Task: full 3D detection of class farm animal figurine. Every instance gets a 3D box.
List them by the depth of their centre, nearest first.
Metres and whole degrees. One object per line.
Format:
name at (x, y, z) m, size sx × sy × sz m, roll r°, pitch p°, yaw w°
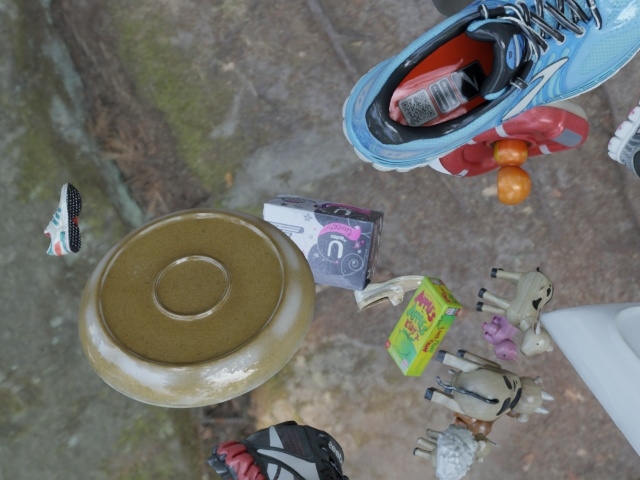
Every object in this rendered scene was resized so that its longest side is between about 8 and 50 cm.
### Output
farm animal figurine at (0.317, 0.231, 1.728) m, size 0.172 × 0.326 × 0.330 m, roll 18°, pitch 111°, yaw 28°

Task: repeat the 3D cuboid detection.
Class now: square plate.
square plate at (0.458, 0.165, 1.040) m, size 0.344 × 0.347 × 0.049 m, roll -119°, pitch 34°, yaw -47°

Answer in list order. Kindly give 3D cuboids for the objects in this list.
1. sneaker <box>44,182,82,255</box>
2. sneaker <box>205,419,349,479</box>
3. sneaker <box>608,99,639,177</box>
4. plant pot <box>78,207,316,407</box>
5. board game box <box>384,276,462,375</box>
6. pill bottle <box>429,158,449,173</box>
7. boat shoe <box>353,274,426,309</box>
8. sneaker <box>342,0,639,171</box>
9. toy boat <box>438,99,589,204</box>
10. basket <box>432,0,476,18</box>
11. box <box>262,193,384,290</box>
sneaker at (-0.538, -0.042, 2.058) m, size 0.075 × 0.057 × 0.161 m, roll -14°, pitch 66°, yaw 16°
sneaker at (-0.016, 0.269, 1.070) m, size 0.276 × 0.135 × 0.098 m, roll 25°, pitch 138°, yaw 61°
sneaker at (0.362, -0.124, 1.015) m, size 0.075 × 0.063 × 0.170 m, roll 60°, pitch 144°, yaw 31°
plant pot at (-0.123, 0.052, 0.972) m, size 0.236 × 0.236 × 0.032 m, roll 28°, pitch 150°, yaw 26°
board game box at (0.202, 0.172, 1.984) m, size 0.181 × 0.043 × 0.092 m, roll -63°, pitch 37°, yaw 26°
pill bottle at (0.247, -0.228, 1.730) m, size 0.119 × 0.119 × 0.209 m, roll 24°, pitch 123°, yaw 29°
boat shoe at (0.162, 0.120, 2.255) m, size 0.170 × 0.063 × 0.059 m, roll -13°, pitch 73°, yaw 9°
sneaker at (0.085, -0.079, 0.418) m, size 0.162 × 0.073 × 0.063 m, roll -34°, pitch 93°, yaw 4°
toy boat at (0.282, -0.127, 1.486) m, size 0.231 × 0.151 × 0.151 m, roll -9°, pitch 74°, yaw 46°
basket at (0.270, -0.444, 1.491) m, size 0.227 × 0.204 × 0.154 m, roll 78°, pitch 171°, yaw -77°
box at (0.000, 0.000, 2.191) m, size 0.247 × 0.142 × 0.163 m, roll 10°, pitch 104°, yaw 10°
